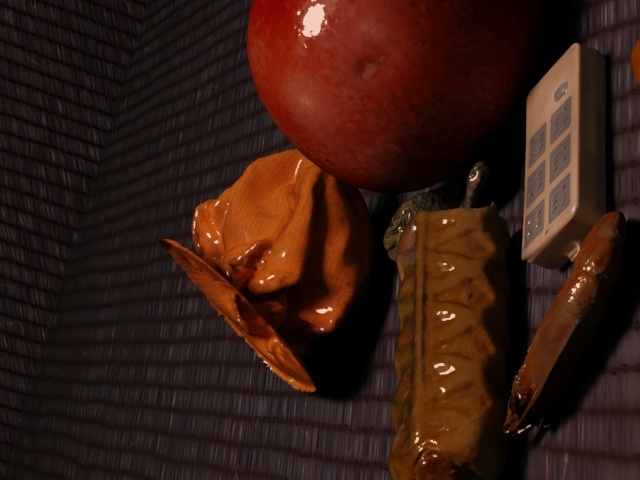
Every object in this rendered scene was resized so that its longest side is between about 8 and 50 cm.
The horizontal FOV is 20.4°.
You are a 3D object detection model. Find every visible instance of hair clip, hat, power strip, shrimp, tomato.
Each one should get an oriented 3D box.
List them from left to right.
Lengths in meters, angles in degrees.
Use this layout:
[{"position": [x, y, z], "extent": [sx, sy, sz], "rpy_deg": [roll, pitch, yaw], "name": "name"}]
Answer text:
[{"position": [0.000, 0.000, 1.768], "extent": [0.233, 0.244, 0.233], "rpy_deg": [-45, 47, -9], "name": "hat"}, {"position": [0.059, -0.183, 1.558], "extent": [0.265, 0.265, 0.265], "rpy_deg": [-55, 24, 40], "name": "tomato"}, {"position": [0.111, -0.028, 1.598], "extent": [0.229, 0.036, 0.066], "rpy_deg": [141, 147, -67], "name": "hair clip"}, {"position": [0.193, -0.067, 1.401], "extent": [0.081, 0.035, 0.192], "rpy_deg": [128, 154, -50], "name": "power strip"}, {"position": [0.181, 0.064, 1.306], "extent": [0.101, 0.042, 0.190], "rpy_deg": [-60, -6, -74], "name": "shrimp"}]

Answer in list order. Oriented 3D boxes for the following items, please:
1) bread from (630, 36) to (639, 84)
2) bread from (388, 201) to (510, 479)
[{"position": [0.260, -0.145, 1.262], "extent": [0.103, 0.049, 0.062], "rpy_deg": [125, 156, -45], "name": "bread"}, {"position": [0.104, 0.093, 1.419], "extent": [0.087, 0.098, 0.269], "rpy_deg": [65, -157, -48], "name": "bread"}]
